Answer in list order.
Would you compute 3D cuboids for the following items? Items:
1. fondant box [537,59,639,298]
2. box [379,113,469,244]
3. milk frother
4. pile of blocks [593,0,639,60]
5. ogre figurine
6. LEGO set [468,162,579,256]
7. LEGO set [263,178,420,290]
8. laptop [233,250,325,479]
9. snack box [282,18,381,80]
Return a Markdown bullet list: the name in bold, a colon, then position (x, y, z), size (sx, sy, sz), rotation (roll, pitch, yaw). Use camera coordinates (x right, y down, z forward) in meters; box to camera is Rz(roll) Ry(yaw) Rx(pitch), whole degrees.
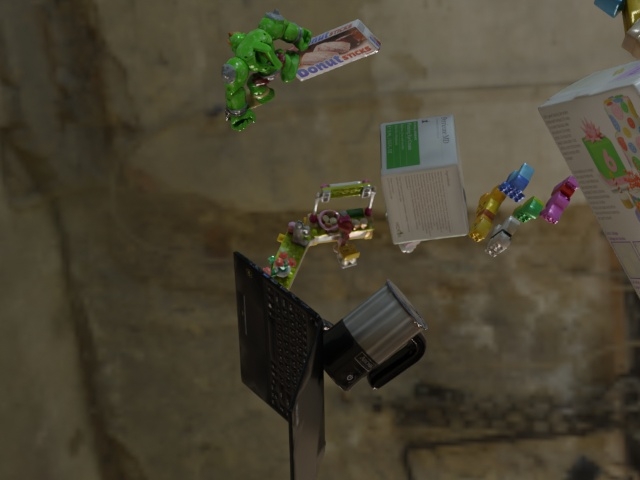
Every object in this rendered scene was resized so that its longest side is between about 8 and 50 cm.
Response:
- **fondant box**: position (0.400, -0.039, 1.655), size (0.330, 0.096, 0.238), rotation (60, -15, -7)
- **box**: position (0.114, -0.067, 1.637), size (0.101, 0.087, 0.102), rotation (-88, 169, -52)
- **milk frother**: position (0.056, 0.110, 1.949), size (0.143, 0.135, 0.129), rotation (56, 7, 33)
- **pile of blocks**: position (0.477, -0.431, 2.357), size (0.112, 0.149, 0.362), rotation (92, 2, -64)
- **ogre figurine**: position (-0.090, -0.277, 2.306), size (0.097, 0.197, 0.118), rotation (49, -7, 35)
- **LEGO set**: position (0.277, -0.034, 2.207), size (0.093, 0.087, 0.227), rotation (-60, -171, -29)
- **LEGO set**: position (0.000, 0.000, 2.060), size (0.287, 0.132, 0.107), rotation (-27, 156, -22)
- **laptop**: position (-0.067, 0.189, 1.835), size (0.136, 0.264, 0.234), rotation (-28, 137, -30)
- **snack box**: position (0.015, -0.317, 2.484), size (0.064, 0.178, 0.022), rotation (41, 50, -32)
